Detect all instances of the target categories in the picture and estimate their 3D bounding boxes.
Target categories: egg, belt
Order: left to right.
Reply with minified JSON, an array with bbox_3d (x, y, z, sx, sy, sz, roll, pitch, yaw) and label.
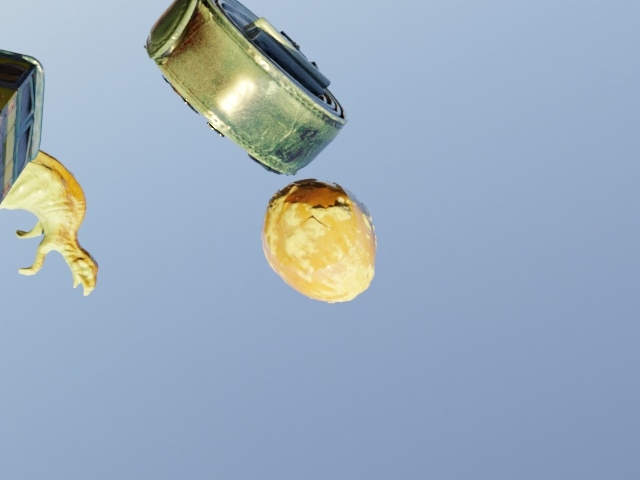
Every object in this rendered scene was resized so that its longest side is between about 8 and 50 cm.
[{"bbox_3d":[-0.076,-0.176,1.158,0.116,0.267,0.206,-44,-113,12],"label":"belt"},{"bbox_3d":[0.000,0.000,1.894,0.195,0.195,0.233,-32,-116,1],"label":"egg"}]

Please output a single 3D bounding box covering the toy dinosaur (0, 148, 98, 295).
[{"bbox_3d":[-0.461,-0.095,1.639,0.205,0.393,0.092,-12,-177,5],"label":"toy dinosaur"}]

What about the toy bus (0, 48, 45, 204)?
[{"bbox_3d":[-0.464,-0.139,1.194,0.288,0.138,0.175,13,-147,-1],"label":"toy bus"}]
